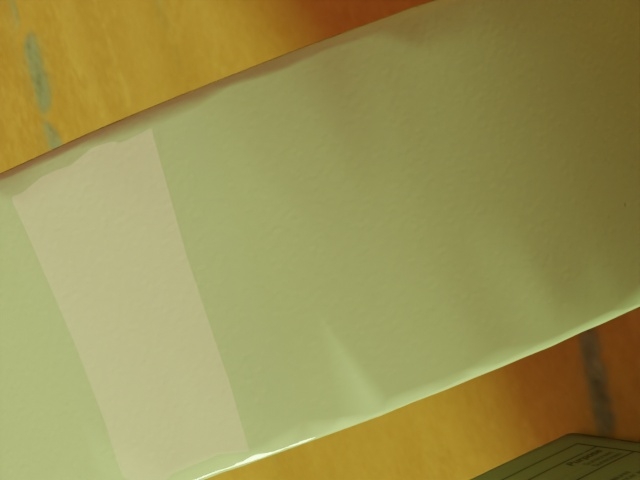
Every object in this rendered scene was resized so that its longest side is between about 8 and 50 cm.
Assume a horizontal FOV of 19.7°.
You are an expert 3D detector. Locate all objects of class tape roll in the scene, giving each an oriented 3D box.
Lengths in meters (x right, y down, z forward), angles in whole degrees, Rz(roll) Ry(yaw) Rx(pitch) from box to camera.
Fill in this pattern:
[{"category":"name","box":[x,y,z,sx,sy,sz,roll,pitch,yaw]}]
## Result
[{"category":"tape roll","box":[0.000,0.000,0.610,0.286,0.286,0.100,-23,88,52]}]

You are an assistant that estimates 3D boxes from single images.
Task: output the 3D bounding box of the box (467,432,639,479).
[{"category":"box","box":[0.160,0.156,0.602,0.311,0.148,0.121,4,108,51]}]
